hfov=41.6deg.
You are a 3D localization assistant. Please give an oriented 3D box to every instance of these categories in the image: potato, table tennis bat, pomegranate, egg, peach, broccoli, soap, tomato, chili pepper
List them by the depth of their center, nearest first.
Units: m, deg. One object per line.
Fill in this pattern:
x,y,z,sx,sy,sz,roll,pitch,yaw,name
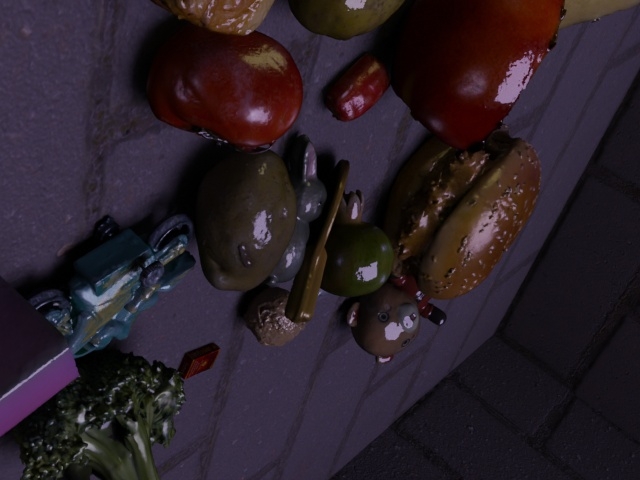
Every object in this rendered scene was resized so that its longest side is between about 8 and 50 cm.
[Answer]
-0.430,0.160,0.948,0.259,0.181,0.081,-40,155,-30,soap
-0.115,-0.191,1.036,0.187,0.187,0.151,13,101,-65,tomato
0.056,-0.375,1.115,0.228,0.149,0.197,-58,170,17,potato
-0.116,-0.030,1.267,0.178,0.160,0.235,-33,139,-59,potato
-0.333,0.291,1.280,0.288,0.235,0.259,-17,105,-41,broccoli
0.246,-0.340,1.406,0.361,0.201,0.257,-57,-160,29,peach
0.062,-0.250,1.418,0.123,0.070,0.073,-46,173,-19,chili pepper
0.000,0.000,1.514,0.198,0.050,0.320,123,-14,-66,table tennis bat
-0.089,0.151,1.656,0.116,0.118,0.140,-62,171,-23,egg
0.065,0.016,1.672,0.179,0.179,0.210,-25,145,-47,pomegranate

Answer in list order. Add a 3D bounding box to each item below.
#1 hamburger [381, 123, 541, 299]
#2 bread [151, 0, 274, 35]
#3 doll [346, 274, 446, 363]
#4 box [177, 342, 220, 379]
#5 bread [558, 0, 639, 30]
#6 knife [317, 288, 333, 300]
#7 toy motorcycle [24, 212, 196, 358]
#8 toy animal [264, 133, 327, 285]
0.302,-0.078,1.887,0.445,0.268,0.287,-54,153,7,hamburger
-0.079,-0.367,0.895,0.167,0.132,0.294,-5,130,-60,bread
0.205,0.149,2.162,0.330,0.174,0.235,-47,127,-17,doll
-0.234,0.232,1.622,0.082,0.023,0.051,-15,139,-55,box
0.476,-0.478,1.623,0.315,0.279,0.248,-61,166,-10,bread
0.036,0.104,1.926,0.073,0.040,0.266,-51,160,26,knife
-0.291,0.078,1.186,0.296,0.109,0.198,-37,156,-29,toy motorcycle
-0.046,-0.051,1.437,0.125,0.127,0.251,3,118,-60,toy animal
